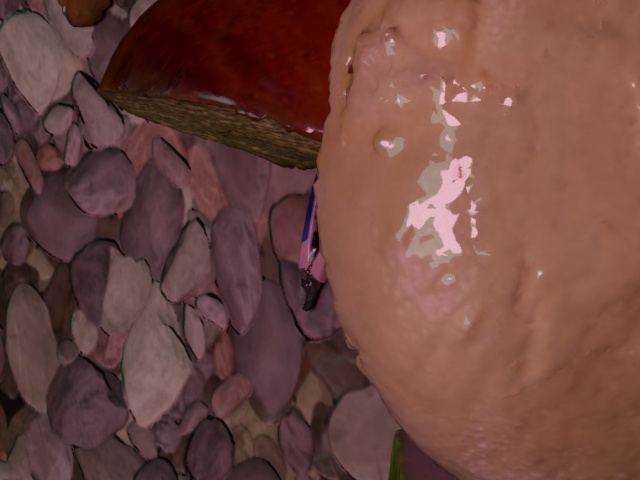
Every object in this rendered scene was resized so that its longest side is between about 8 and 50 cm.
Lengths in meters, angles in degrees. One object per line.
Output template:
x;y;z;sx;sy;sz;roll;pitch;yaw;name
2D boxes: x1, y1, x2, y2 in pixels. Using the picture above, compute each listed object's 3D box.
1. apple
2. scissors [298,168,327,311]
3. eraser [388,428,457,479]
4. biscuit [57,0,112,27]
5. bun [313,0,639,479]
0.014;-0.107;0.984;0.346;0.254;0.179;14;136;50;apple
0.000;0.000;1.157;0.039;0.012;0.113;33;117;37;scissors
0.072;0.279;0.995;0.092;0.210;0.274;7;102;-1;eraser
-0.199;-0.328;1.312;0.232;0.013;0.237;56;129;23;biscuit
0.177;-0.040;0.759;0.202;0.364;0.364;2;97;43;bun
